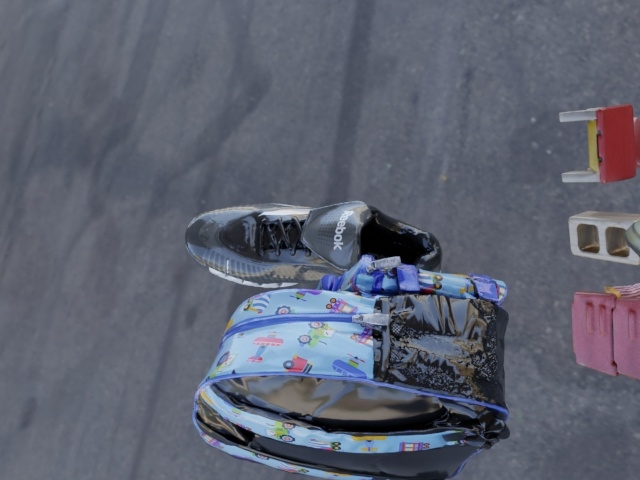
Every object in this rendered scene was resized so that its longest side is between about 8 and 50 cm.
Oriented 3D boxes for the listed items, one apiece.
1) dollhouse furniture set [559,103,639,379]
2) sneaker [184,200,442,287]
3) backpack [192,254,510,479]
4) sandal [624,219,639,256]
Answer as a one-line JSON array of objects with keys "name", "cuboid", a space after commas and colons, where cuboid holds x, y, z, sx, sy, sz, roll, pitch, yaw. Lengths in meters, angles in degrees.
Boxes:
[{"name": "dollhouse furniture set", "cuboid": [0.465, -0.006, 1.455, 0.152, 0.201, 0.374, 9, 107, 55]}, {"name": "sneaker", "cuboid": [0.000, 0.000, 0.908, 0.106, 0.234, 0.078, 112, 166, -71]}, {"name": "backpack", "cuboid": [0.014, 0.081, 0.633, 0.158, 0.173, 0.117, 106, 171, -60]}, {"name": "sandal", "cuboid": [0.352, 0.018, 0.944, 0.086, 0.120, 0.303, -41, -4, 9]}]
